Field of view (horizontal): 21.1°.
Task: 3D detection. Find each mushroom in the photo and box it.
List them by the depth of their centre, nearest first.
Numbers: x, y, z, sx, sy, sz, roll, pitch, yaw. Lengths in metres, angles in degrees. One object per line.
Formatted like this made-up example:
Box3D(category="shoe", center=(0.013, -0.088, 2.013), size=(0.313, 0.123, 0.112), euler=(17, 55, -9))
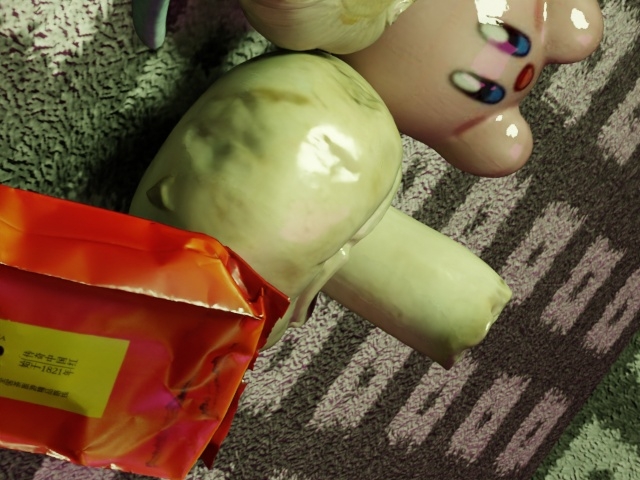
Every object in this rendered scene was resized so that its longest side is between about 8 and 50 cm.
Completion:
Box3D(category="mushroom", center=(0.000, 0.000, 1.533), size=(0.314, 0.336, 0.314), euler=(-54, 176, -5))

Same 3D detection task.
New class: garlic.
Box3D(category="garlic", center=(0.008, -0.268, 1.451), size=(0.228, 0.152, 0.228), euler=(-34, 145, -28))

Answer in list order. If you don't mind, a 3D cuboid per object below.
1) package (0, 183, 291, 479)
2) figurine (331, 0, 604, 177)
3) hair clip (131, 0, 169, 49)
Box3D(category="package", center=(-0.249, 0.061, 1.324), size=(0.423, 0.123, 0.196), euler=(11, 119, -21))
Box3D(category="figurine", center=(0.106, -0.209, 1.648), size=(0.211, 0.261, 0.270), euler=(23, 106, -35))
Box3D(category="hair clip", center=(-0.085, -0.313, 1.051), size=(0.238, 0.318, 0.392), euler=(-31, 163, -16))
